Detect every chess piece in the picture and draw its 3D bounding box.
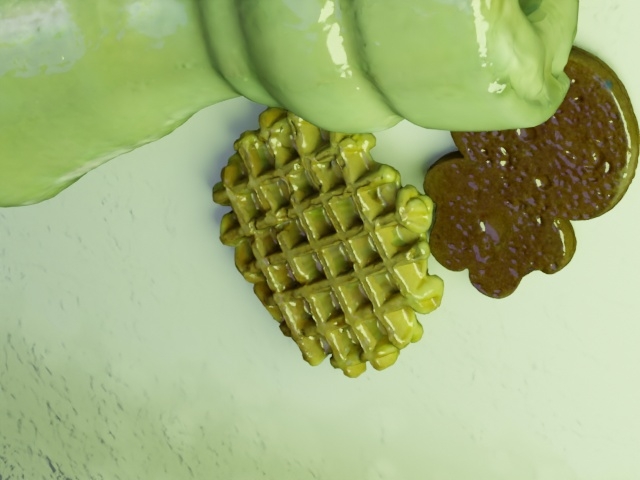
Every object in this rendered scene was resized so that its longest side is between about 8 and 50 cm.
[{"bbox_3d":[-0.077,-0.140,1.053,0.442,0.234,0.234,-2,111,26],"label":"chess piece"}]

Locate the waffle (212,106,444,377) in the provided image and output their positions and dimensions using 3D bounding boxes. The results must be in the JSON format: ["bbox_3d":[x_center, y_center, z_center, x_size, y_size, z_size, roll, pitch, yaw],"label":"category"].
[{"bbox_3d":[0.004,-0.001,1.153,0.191,0.038,0.191,18,120,33],"label":"waffle"}]

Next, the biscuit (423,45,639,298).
[{"bbox_3d":[0.125,-0.045,1.086,0.124,0.026,0.175,36,124,12],"label":"biscuit"}]
